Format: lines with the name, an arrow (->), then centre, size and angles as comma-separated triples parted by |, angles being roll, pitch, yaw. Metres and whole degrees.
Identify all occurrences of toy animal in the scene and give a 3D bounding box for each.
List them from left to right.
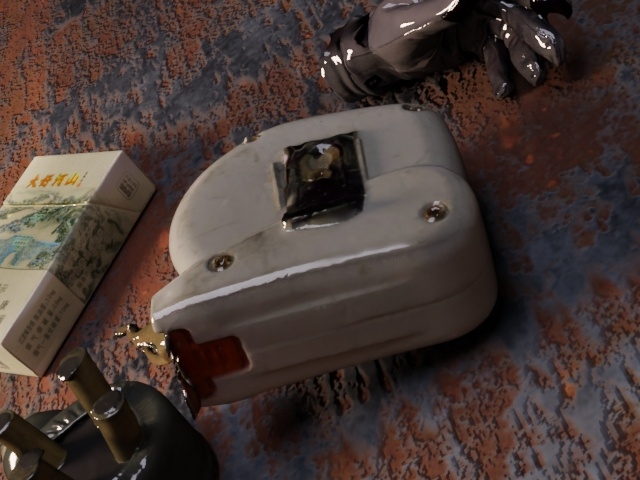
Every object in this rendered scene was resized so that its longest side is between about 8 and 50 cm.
toy animal -> -0.112, 0.074, 1.097 | 0.219, 0.069, 0.086 | -7, 57, 39

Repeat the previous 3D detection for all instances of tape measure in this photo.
tape measure -> 0.000, 0.000, 0.978 | 0.258, 0.130, 0.265 | -17, 38, 6

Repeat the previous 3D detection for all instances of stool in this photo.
stool -> -0.202, 0.187, 0.996 | 0.228, 0.139, 0.153 | -12, 40, 30

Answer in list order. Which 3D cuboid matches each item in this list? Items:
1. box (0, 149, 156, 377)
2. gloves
box -> -0.309, 0.020, 1.322 | 0.164, 0.069, 0.256 | 0, 53, 41
gloves -> 0.109, -0.194, 1.129 | 0.285, 0.142, 0.119 | 3, 82, 42
